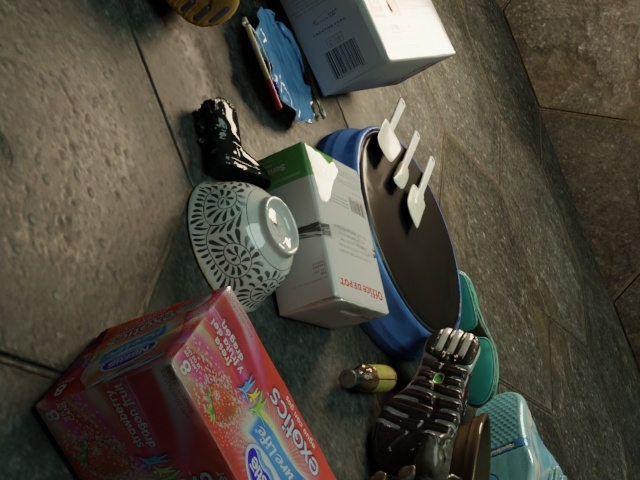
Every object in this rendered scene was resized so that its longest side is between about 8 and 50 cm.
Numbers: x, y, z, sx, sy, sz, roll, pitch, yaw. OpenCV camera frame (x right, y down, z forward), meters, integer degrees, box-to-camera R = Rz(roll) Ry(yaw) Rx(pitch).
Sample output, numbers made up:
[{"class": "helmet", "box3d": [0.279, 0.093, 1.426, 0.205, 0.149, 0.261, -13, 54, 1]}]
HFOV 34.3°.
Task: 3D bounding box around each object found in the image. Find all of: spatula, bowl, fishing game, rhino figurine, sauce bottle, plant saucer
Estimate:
[{"class": "spatula", "box3d": [0.146, -0.143, 1.717, 0.168, 0.019, 0.242, 60, 26, -18]}, {"class": "bowl", "box3d": [-0.078, -0.005, 1.246, 0.170, 0.080, 0.170, 44, 35, -43]}, {"class": "fishing game", "box3d": [-0.060, -0.257, 1.537, 0.264, 0.041, 0.189, -28, 97, -74]}, {"class": "rhino figurine", "box3d": [0.111, 0.336, 1.316, 0.243, 0.073, 0.106, -51, 121, -39]}, {"class": "sauce bottle", "box3d": [0.065, 0.191, 1.439, 0.128, 0.042, 0.042, 18, 55, -61]}, {"class": "plant saucer", "box3d": [0.210, 0.384, 1.481, 0.278, 0.041, 0.278, 4, 90, -76]}, {"class": "bowl", "box3d": [0.119, -0.003, 1.666, 0.391, 0.077, 0.391, 46, 33, -42]}]

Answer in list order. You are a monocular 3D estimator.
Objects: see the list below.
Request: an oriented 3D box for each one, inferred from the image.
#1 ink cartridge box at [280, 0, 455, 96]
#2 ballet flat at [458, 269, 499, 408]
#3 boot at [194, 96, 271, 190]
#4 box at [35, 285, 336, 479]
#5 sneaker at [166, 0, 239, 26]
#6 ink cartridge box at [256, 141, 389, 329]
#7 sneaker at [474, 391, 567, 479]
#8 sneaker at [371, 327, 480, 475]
[{"class": "ink cartridge box", "box3d": [0.066, -0.395, 1.710, 0.309, 0.130, 0.272, -22, 88, -61]}, {"class": "ballet flat", "box3d": [0.262, 0.174, 1.831, 0.087, 0.083, 0.247, 52, 25, -74]}, {"class": "boot", "box3d": [-0.110, -0.121, 1.317, 0.121, 0.045, 0.099, 26, 46, -56]}, {"class": "box", "box3d": [-0.099, 0.215, 0.941, 0.300, 0.154, 0.142, 64, 25, -16]}, {"class": "sneaker", "box3d": [-0.207, -0.404, 1.294, 0.296, 0.112, 0.131, 60, 8, -24]}, {"class": "ink cartridge box", "box3d": [0.000, 0.000, 1.389, 0.160, 0.092, 0.219, 23, 51, -58]}, {"class": "sneaker", "box3d": [0.345, 0.425, 1.745, 0.208, 0.127, 0.319, 58, 27, -22]}, {"class": "sneaker", "box3d": [0.162, 0.272, 1.519, 0.281, 0.106, 0.162, -50, 149, -42]}]
